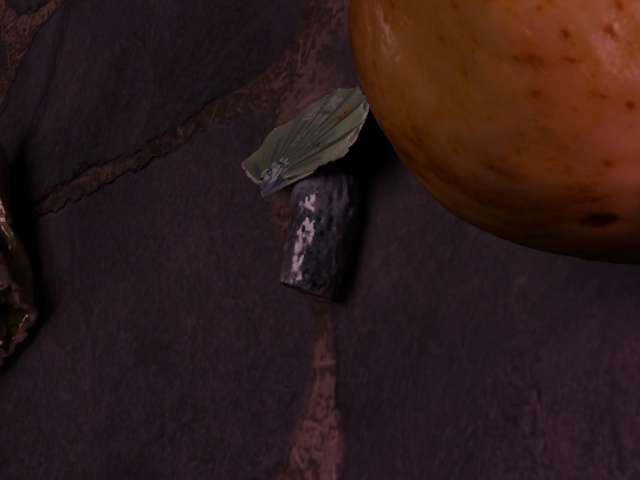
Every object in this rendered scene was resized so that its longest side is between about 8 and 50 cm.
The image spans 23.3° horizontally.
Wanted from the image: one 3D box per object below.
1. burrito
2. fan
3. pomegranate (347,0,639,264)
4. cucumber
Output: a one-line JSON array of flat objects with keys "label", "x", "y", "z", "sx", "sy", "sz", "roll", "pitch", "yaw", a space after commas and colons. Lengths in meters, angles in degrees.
[{"label": "burrito", "x": -0.421, "y": 0.002, "z": 1.783, "sx": 0.190, "sy": 0.135, "sz": 0.332, "roll": -38, "pitch": 42, "yaw": 20}, {"label": "fan", "x": -0.015, "y": -0.090, "z": 1.395, "sx": 0.131, "sy": 0.009, "sz": 0.240, "roll": -51, "pitch": 18, "yaw": -16}, {"label": "pomegranate", "x": 0.204, "y": -0.144, "z": 0.917, "sx": 0.410, "sy": 0.410, "sz": 0.410, "roll": -26, "pitch": 52, "yaw": 40}, {"label": "cucumber", "x": 0.000, "y": -0.002, "z": 1.341, "sx": 0.064, "sy": 0.064, "sz": 0.112, "roll": -11, "pitch": 65, "yaw": 48}]
